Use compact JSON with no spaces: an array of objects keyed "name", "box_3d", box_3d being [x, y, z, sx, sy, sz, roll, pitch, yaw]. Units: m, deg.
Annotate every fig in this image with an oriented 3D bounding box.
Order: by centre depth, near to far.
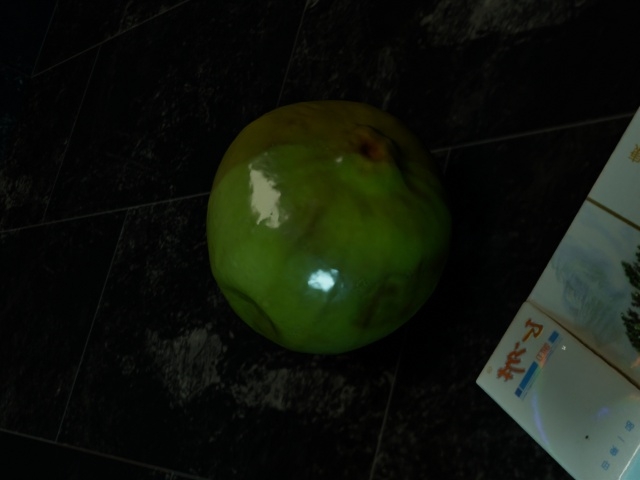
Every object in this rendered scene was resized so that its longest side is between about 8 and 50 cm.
[{"name":"fig","box_3d":[0.005,0.004,0.915,0.207,0.207,0.230,-121,37,-53]}]

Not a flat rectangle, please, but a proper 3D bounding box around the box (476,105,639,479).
[{"name":"box","box_3d":[0.213,0.039,0.700,0.233,0.067,0.149,-61,32,9]}]
